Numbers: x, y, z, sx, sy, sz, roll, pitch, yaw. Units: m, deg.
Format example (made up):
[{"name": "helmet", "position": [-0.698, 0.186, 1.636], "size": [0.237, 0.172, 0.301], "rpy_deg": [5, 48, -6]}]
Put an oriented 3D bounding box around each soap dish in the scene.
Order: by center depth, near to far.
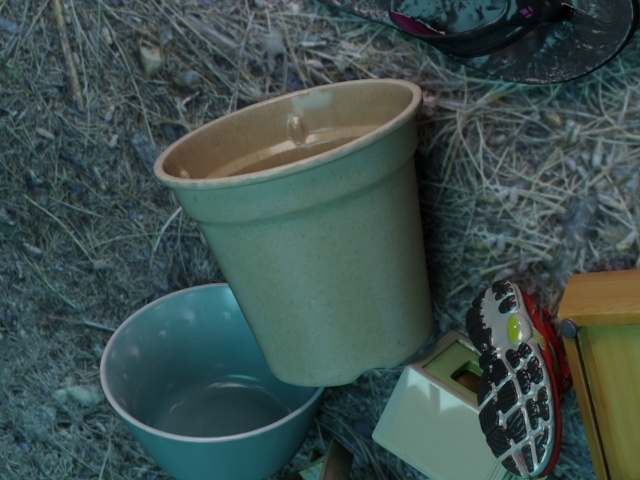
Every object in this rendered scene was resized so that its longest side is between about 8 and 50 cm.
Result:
[{"name": "soap dish", "position": [0.401, 0.177, 1.452], "size": [0.229, 0.118, 0.290], "rpy_deg": [-6, 104, 45]}]

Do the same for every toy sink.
[{"name": "toy sink", "position": [0.213, 0.236, 1.582], "size": [0.234, 0.153, 0.131], "rpy_deg": [33, 117, 19]}]

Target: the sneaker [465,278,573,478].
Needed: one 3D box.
[{"name": "sneaker", "position": [0.255, 0.162, 1.485], "size": [0.118, 0.279, 0.107], "rpy_deg": [29, 128, -26]}]

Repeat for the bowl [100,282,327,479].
[{"name": "bowl", "position": [-0.131, 0.215, 1.712], "size": [0.312, 0.311, 0.163], "rpy_deg": [16, 131, 25]}]

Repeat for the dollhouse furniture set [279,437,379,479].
[{"name": "dollhouse furniture set", "position": [-0.001, 0.427, 1.700], "size": [0.212, 0.161, 0.242], "rpy_deg": [-32, 114, 33]}]

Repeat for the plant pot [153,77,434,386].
[{"name": "plant pot", "position": [0.000, 0.000, 1.559], "size": [0.334, 0.334, 0.305], "rpy_deg": [-5, 113, 30]}]

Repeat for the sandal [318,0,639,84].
[{"name": "sandal", "position": [0.147, -0.288, 1.490], "size": [0.446, 0.107, 0.167], "rpy_deg": [19, 113, 23]}]
